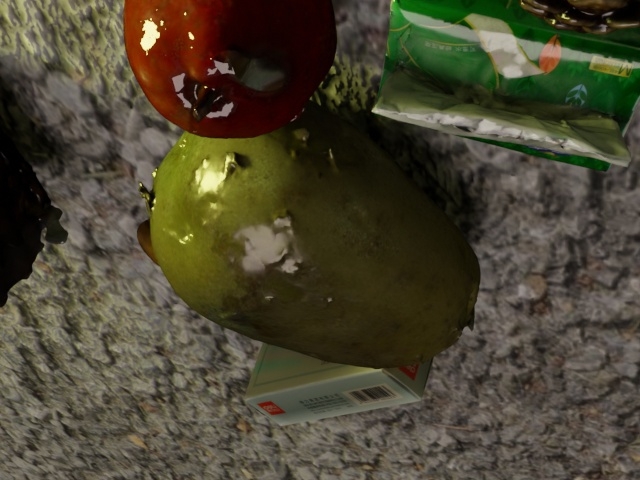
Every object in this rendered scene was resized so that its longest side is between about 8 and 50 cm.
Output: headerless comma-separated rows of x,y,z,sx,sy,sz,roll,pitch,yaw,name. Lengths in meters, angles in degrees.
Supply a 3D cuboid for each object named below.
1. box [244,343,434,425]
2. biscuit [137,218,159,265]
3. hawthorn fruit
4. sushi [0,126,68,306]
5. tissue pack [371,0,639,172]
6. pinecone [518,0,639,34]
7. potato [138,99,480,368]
0.026,0.149,1.414,0.269,0.135,0.079,-19,130,43,box
-0.113,0.042,1.306,0.299,0.045,0.154,34,-174,-43,biscuit
-0.077,-0.161,0.902,0.185,0.202,0.185,3,132,3,hawthorn fruit
-0.473,-0.052,1.194,0.281,0.299,0.294,29,158,39,sushi
0.151,-0.135,0.884,0.209,0.156,0.148,14,151,4,tissue pack
0.172,-0.233,0.691,0.184,0.179,0.204,-16,141,11,pinecone
-0.007,0.007,1.119,0.359,0.219,0.270,36,146,-30,potato
